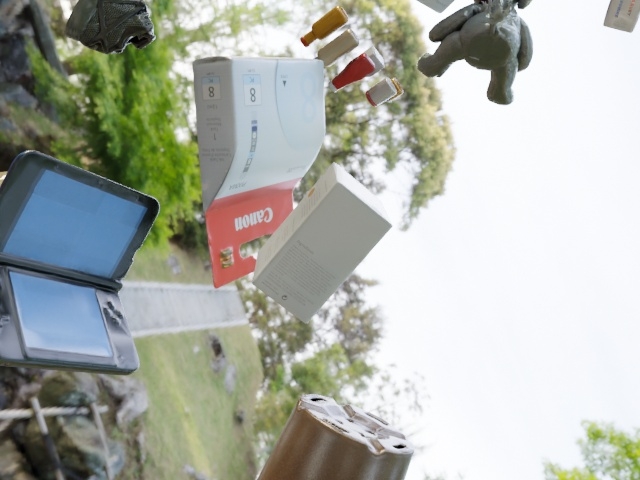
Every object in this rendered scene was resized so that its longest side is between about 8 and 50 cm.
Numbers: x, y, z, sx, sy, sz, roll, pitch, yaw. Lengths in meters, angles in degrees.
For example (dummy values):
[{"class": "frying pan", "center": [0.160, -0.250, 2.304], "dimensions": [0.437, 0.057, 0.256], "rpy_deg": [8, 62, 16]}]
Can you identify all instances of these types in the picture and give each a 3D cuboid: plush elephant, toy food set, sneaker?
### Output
[{"class": "plush elephant", "center": [0.422, -0.557, 1.804], "dimensions": [0.330, 0.271, 0.256], "rpy_deg": [105, 3, -59]}, {"class": "toy food set", "center": [0.065, -0.348, 1.464], "dimensions": [0.232, 0.104, 0.111], "rpy_deg": [44, 27, -31]}, {"class": "sneaker", "center": [-0.315, -0.406, 1.185], "dimensions": [0.087, 0.130, 0.228], "rpy_deg": [0, -115, 65]}]

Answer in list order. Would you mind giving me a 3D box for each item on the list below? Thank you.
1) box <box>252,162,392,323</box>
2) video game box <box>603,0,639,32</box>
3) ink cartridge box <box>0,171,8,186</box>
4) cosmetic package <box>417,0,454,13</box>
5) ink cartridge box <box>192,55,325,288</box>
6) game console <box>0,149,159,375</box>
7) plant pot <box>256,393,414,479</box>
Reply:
[{"class": "box", "center": [0.000, 0.000, 0.937], "dimensions": [0.091, 0.170, 0.130], "rpy_deg": [39, 12, -11]}, {"class": "video game box", "center": [0.441, -0.408, 0.932], "dimensions": [0.048, 0.205, 0.187], "rpy_deg": [22, -31, 21]}, {"class": "ink cartridge box", "center": [-0.606, 0.002, 1.386], "dimensions": [0.235, 0.088, 0.193], "rpy_deg": [-128, -145, -49]}, {"class": "cosmetic package", "center": [0.263, -0.879, 1.846], "dimensions": [0.329, 0.327, 0.394], "rpy_deg": [-40, -126, 36]}, {"class": "ink cartridge box", "center": [-0.092, -0.133, 1.293], "dimensions": [0.091, 0.308, 0.385], "rpy_deg": [2, -77, 28]}, {"class": "game console", "center": [-0.355, 0.047, 1.070], "dimensions": [0.293, 0.173, 0.250], "rpy_deg": [23, 37, -58]}, {"class": "plant pot", "center": [0.004, 0.252, 0.706], "dimensions": [0.167, 0.166, 0.165], "rpy_deg": [27, -85, 64]}]
